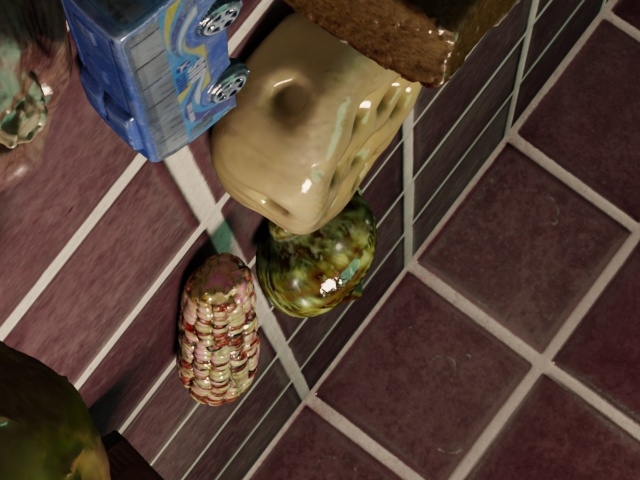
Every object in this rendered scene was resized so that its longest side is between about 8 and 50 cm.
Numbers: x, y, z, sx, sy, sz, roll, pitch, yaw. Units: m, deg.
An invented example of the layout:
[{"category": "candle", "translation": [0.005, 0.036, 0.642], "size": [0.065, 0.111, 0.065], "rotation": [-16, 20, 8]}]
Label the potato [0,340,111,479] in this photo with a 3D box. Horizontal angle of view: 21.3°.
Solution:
[{"category": "potato", "translation": [-0.242, 0.185, 1.039], "size": [0.289, 0.301, 0.237], "rotation": [-120, -139, -60]}]

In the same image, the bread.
[{"category": "bread", "translation": [0.143, -0.296, 1.336], "size": [0.416, 0.165, 0.113], "rotation": [-48, 164, -28]}]

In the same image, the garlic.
[{"category": "garlic", "translation": [-0.172, -0.068, 0.764], "size": [0.147, 0.102, 0.159], "rotation": [-55, 162, -1]}]

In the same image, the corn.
[{"category": "corn", "translation": [-0.109, 0.093, 1.764], "size": [0.092, 0.092, 0.280], "rotation": [-50, 165, -21]}]

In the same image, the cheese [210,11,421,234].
[{"category": "cheese", "translation": [0.001, -0.112, 1.442], "size": [0.218, 0.117, 0.235], "rotation": [-49, 168, -33]}]

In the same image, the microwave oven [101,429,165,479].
[{"category": "microwave oven", "translation": [-0.240, 0.336, 1.697], "size": [0.178, 0.188, 0.247], "rotation": [-39, 167, -39]}]

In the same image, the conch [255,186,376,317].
[{"category": "conch", "translation": [-0.003, -0.001, 1.839], "size": [0.181, 0.124, 0.187], "rotation": [103, 0, -47]}]

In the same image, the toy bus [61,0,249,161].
[{"category": "toy bus", "translation": [-0.104, -0.125, 1.036], "size": [0.094, 0.079, 0.236], "rotation": [-35, 167, -10]}]
